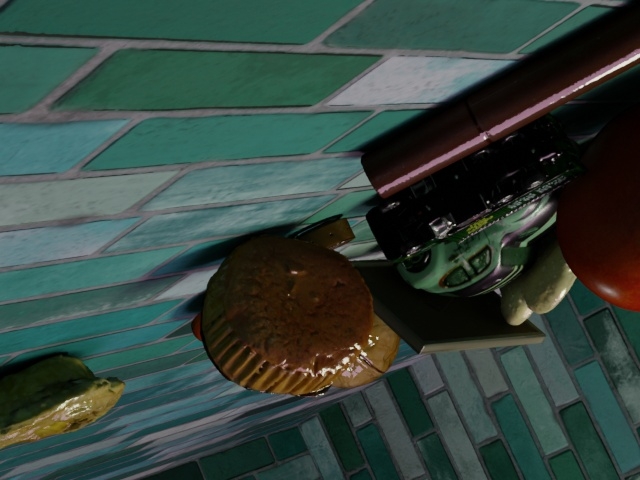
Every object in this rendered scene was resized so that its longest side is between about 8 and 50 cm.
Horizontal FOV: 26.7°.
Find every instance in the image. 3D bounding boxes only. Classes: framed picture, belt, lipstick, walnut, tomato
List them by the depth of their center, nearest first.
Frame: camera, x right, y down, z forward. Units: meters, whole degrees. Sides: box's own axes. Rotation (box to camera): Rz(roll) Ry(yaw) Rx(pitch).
[{"bbox_3d":[0.206,-0.147,1.372,0.356,0.057,0.057,-27,169,16],"label":"lipstick"},{"bbox_3d":[0.000,0.000,1.678,0.083,0.036,0.059,-24,176,2],"label":"belt"},{"bbox_3d":[0.434,-0.050,1.716,0.298,0.226,0.298,-43,158,-22],"label":"tomato"},{"bbox_3d":[0.175,0.091,1.988,0.289,0.211,0.020,-1,125,-46],"label":"framed picture"},{"bbox_3d":[0.049,0.165,2.241,0.167,0.167,0.207,-26,171,10],"label":"walnut"}]

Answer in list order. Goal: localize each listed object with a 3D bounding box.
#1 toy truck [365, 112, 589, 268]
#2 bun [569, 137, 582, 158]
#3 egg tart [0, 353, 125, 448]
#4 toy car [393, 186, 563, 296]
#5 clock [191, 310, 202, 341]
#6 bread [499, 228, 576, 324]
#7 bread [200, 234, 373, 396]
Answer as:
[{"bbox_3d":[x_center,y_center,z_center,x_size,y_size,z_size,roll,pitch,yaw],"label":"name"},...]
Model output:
[{"bbox_3d":[0.189,-0.061,1.662,0.259,0.088,0.121,-29,168,18],"label":"toy truck"},{"bbox_3d":[0.297,-0.107,1.761,0.086,0.055,0.086,-30,159,-13],"label":"bun"},{"bbox_3d":[-0.389,0.221,1.755,0.279,0.095,0.279,-21,174,-2],"label":"egg tart"},{"bbox_3d":[0.246,-0.001,1.917,0.136,0.125,0.306,-2,155,-48],"label":"toy car"},{"bbox_3d":[-0.082,0.080,1.833,0.205,0.051,0.205,-24,168,-5],"label":"clock"},{"bbox_3d":[0.360,-0.010,1.992,0.316,0.054,0.316,-52,-172,11],"label":"bread"},{"bbox_3d":[-0.037,0.084,1.575,0.199,0.199,0.104,-18,164,-31],"label":"bread"}]
